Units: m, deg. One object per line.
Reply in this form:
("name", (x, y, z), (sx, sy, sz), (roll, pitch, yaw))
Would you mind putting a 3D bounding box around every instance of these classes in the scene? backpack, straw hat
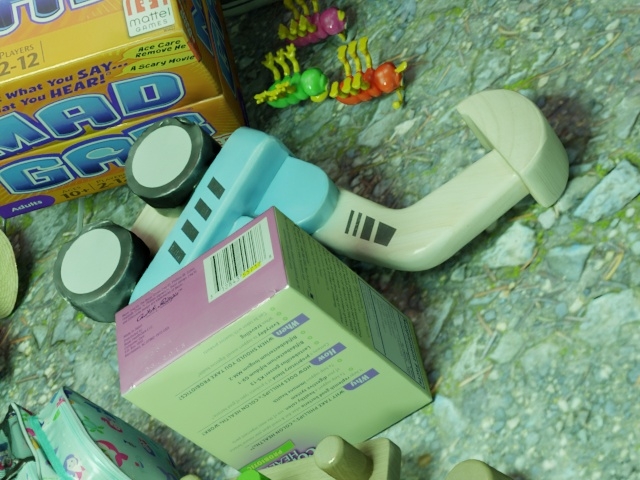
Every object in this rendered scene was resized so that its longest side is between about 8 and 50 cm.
("backpack", (-0.245, 0.295, 1.604), (0.191, 0.225, 0.253), (-46, 32, 10))
("straw hat", (-0.485, 0.044, 2.127), (0.144, 0.061, 0.144), (10, 103, 50))

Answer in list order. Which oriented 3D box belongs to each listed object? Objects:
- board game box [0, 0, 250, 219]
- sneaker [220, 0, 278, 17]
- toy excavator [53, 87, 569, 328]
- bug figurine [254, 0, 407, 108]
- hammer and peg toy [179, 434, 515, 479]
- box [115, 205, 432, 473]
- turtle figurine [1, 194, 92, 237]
("board game box", (-0.324, -0.287, 1.896), (0.356, 0.356, 0.356), (-16, 70, 6))
("sneaker", (-0.060, -0.408, 2.097), (0.321, 0.127, 0.126), (-16, 47, 33))
("toy excavator", (0.000, 0.000, 1.665), (0.445, 0.222, 0.433), (22, 75, 37))
("bug figurine", (0.031, -0.251, 1.913), (0.216, 0.072, 0.279), (-14, 45, 29))
("hammer and peg toy", (0.003, 0.316, 1.421), (0.361, 0.127, 0.266), (-19, 47, 33))
("box", (-0.047, 0.117, 1.543), (0.213, 0.243, 0.117), (-34, 40, 20))
("turtle figurine", (-0.389, -0.116, 2.194), (0.266, 0.275, 0.198), (-45, 10, -26))
